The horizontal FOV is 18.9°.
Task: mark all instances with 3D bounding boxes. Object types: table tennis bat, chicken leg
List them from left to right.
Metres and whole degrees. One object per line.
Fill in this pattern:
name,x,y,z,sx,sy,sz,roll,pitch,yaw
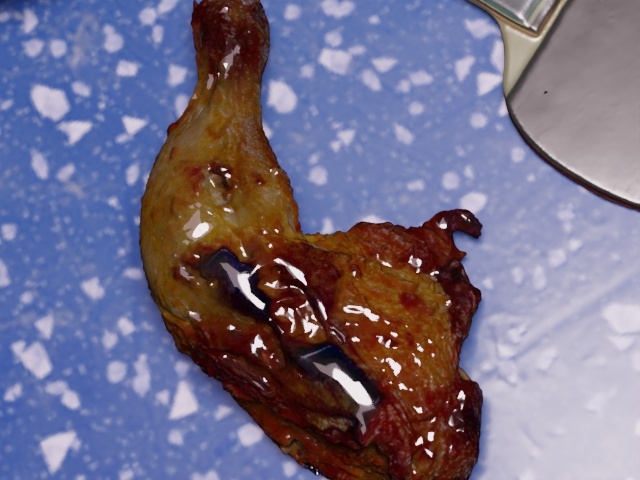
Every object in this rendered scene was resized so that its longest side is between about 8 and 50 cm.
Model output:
chicken leg,-0.011,0.006,1.107,0.177,0.083,0.322,-42,75,-10
table tennis bat,0.156,-0.119,1.129,0.274,0.021,0.154,31,84,13
